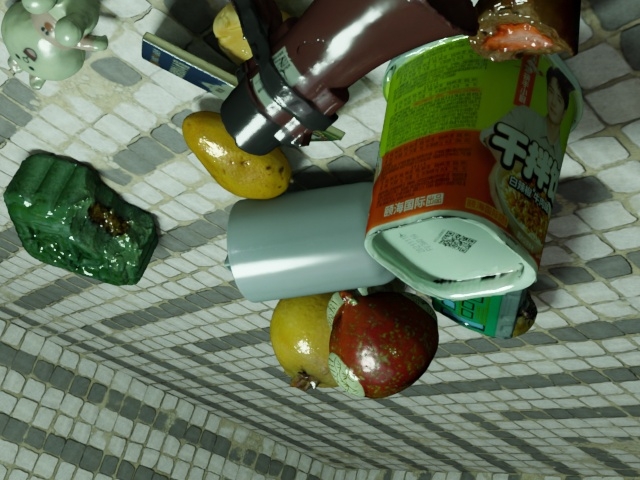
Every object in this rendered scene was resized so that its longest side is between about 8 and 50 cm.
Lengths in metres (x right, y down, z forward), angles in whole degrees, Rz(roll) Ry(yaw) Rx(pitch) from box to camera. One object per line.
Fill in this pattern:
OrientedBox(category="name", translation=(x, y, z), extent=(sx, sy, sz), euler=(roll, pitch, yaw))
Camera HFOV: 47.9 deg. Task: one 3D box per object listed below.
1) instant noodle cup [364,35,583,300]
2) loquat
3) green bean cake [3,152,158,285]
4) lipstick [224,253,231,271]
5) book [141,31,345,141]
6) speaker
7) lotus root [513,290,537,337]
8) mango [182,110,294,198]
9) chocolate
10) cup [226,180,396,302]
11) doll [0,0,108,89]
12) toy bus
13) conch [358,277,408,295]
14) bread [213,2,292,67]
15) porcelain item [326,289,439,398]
OrientedBox(category="instant noodle cup", translation=(0.205, -0.098, 1.008), extent=(0.294, 0.307, 0.294), euler=(12, 152, 7))
OrientedBox(category="loquat", translation=(-0.002, 0.247, 1.807), extent=(0.275, 0.274, 0.275), euler=(12, 152, 7))
OrientedBox(category="green bean cake", translation=(-0.547, -0.037, 1.671), extent=(0.300, 0.169, 0.308), euler=(16, 151, 0))
OrientedBox(category="lipstick", translation=(-0.093, 0.025, 1.642), extent=(0.290, 0.076, 0.077), euler=(-13, 139, 39))
OrientedBox(category="book", translation=(-0.131, -0.231, 1.142), extent=(0.323, 0.018, 0.228), euler=(24, 180, -15))
OrientedBox(category="speaker", translation=(-0.019, -0.268, 0.869), extent=(0.330, 0.198, 0.259), euler=(-28, 111, 30))
OrientedBox(category="lotus root", translation=(0.385, 0.154, 1.585), extent=(0.138, 0.138, 0.214), euler=(25, 162, -16))
OrientedBox(category="mango", translation=(-0.156, -0.153, 1.310), extent=(0.227, 0.109, 0.147), euler=(33, 150, -27))
OrientedBox(category="chocolate", translation=(0.244, -0.267, 0.866), extent=(0.133, 0.127, 0.124), euler=(4, 136, 14))
OrientedBox(category="cup", translation=(0.000, 0.000, 1.377), extent=(0.312, 0.205, 0.205), euler=(-8, 146, 17))
OrientedBox(category="doll", translation=(-0.421, -0.329, 1.138), extent=(0.155, 0.113, 0.275), euler=(38, 153, -20))
OrientedBox(category="toy bus", translation=(0.303, 0.028, 1.330), extent=(0.200, 0.183, 0.343), euler=(17, 153, 17))
OrientedBox(category="conch", translation=(0.149, 0.102, 1.628), extent=(0.114, 0.234, 0.137), euler=(36, 110, 4))
OrientedBox(category="bread", translation=(-0.072, -0.283, 1.050), extent=(0.119, 0.084, 0.177), euler=(-2, 148, 43))
OrientedBox(category="porcelain item", translation=(0.105, 0.180, 1.430), extent=(0.253, 0.252, 0.253), euler=(12, 152, 7))
